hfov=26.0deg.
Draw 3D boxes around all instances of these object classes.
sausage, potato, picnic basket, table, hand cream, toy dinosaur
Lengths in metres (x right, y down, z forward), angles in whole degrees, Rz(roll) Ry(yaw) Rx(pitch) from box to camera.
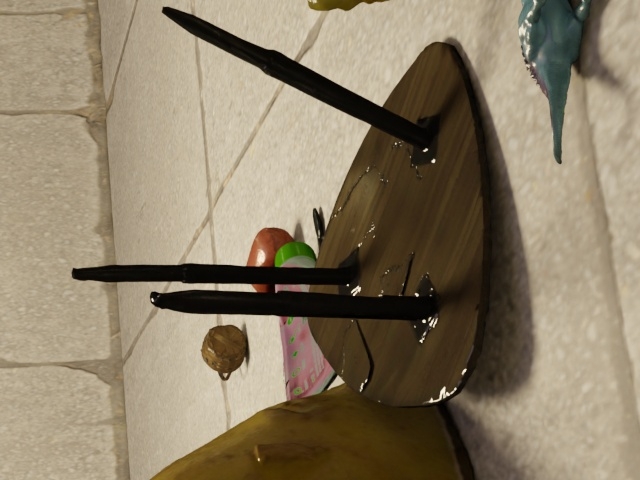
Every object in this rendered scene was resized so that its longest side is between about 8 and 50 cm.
[{"bbox_3d":[-0.060,0.025,1.700,0.054,0.059,0.094,48,141,33],"label":"sausage"},{"bbox_3d":[-0.044,0.251,1.244,0.397,0.296,0.290,-152,63,-71],"label":"potato"},{"bbox_3d":[-0.144,0.166,2.021,0.083,0.072,0.072,114,150,-57],"label":"picnic basket"},{"bbox_3d":[-0.034,-0.009,1.109,0.317,0.249,0.317,-38,46,56],"label":"table"},{"bbox_3d":[-0.017,0.089,1.487,0.275,0.050,0.079,-100,18,-59],"label":"hand cream"},{"bbox_3d":[0.153,-0.146,0.923,0.080,0.045,0.197,89,179,-64],"label":"toy dinosaur"}]

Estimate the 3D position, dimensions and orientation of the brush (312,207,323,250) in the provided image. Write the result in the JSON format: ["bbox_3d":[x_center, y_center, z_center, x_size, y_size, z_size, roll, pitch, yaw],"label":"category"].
[{"bbox_3d":[0.000,0.000,1.574,0.024,0.008,0.083,106,157,-61],"label":"brush"}]

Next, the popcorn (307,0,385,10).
[{"bbox_3d":[0.043,-0.290,1.042,0.266,0.233,0.192,-50,60,19],"label":"popcorn"}]
